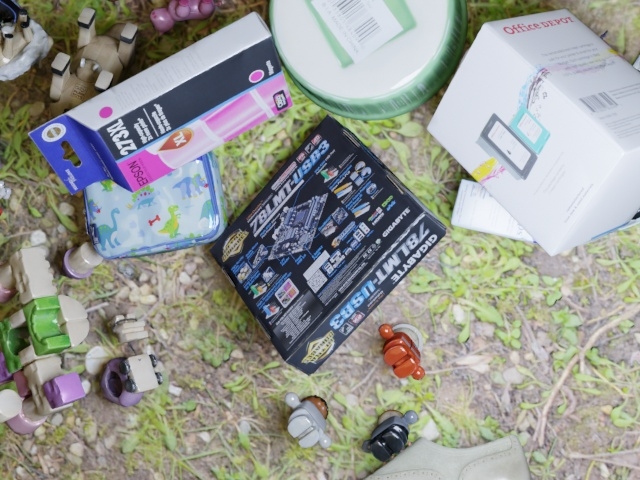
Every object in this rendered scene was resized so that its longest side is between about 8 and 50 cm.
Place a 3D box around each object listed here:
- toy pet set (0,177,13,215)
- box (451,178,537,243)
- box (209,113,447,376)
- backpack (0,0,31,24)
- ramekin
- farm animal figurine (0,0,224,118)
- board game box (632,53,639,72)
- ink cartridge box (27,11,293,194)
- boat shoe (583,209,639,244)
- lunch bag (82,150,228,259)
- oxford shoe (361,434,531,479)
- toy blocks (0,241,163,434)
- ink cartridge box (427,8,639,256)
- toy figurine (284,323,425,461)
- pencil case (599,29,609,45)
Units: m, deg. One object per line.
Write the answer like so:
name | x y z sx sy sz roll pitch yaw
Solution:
toy pet set | -0.565 -0.116 1.835 0.122 0.065 0.114 20 131 10
box | 0.270 -0.044 1.664 0.137 0.126 0.072 14 94 7
box | 0.000 0.000 1.653 0.295 0.073 0.293 -48 43 7
backpack | -0.569 -0.333 1.780 0.158 0.117 0.173 41 98 4
ramekin | 0.067 -0.335 1.665 0.303 0.148 0.303 1 94 9
farm animal figurine | -0.303 -0.274 1.709 0.330 0.172 0.327 35 59 7
board game box | 0.529 -0.274 1.662 0.090 0.020 0.090 34 98 6
ink cartridge box | -0.226 -0.182 1.638 0.371 0.176 0.069 -28 60 -5
boat shoe | 0.447 -0.057 1.658 0.227 0.081 0.079 -25 90 9
lunch bag | -0.266 -0.067 1.765 0.219 0.090 0.176 -10 85 8
oxford shoe | 0.136 0.390 1.733 0.397 0.140 0.146 -9 61 14
toy blocks | -0.479 0.170 1.776 0.260 0.309 0.288 -30 75 42
ink cartridge box | 0.330 -0.157 1.540 0.270 0.198 0.197 49 135 25
toy figurine | 0.053 0.222 1.712 0.213 0.148 0.209 5 100 6
pencil case | 0.444 -0.198 1.633 0.209 0.098 0.095 58 140 11
